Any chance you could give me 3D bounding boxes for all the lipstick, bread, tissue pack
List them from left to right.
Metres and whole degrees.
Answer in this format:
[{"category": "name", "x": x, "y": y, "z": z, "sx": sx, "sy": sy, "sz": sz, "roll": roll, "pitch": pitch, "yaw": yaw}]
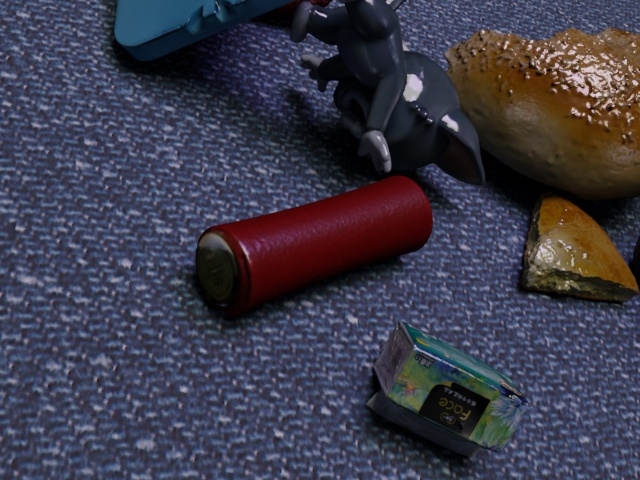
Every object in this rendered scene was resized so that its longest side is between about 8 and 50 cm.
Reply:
[{"category": "lipstick", "x": 0.000, "y": 0.000, "z": 0.950, "sx": 0.241, "sy": 0.080, "sz": 0.080, "roll": -17, "pitch": 61, "yaw": -41}, {"category": "tissue pack", "x": 0.103, "y": 0.132, "z": 0.894, "sx": 0.111, "sy": 0.079, "sz": 0.085, "roll": 27, "pitch": 7, "yaw": -8}, {"category": "bread", "x": 0.283, "y": 0.021, "z": 1.125, "sx": 0.136, "sy": 0.054, "sz": 0.154, "roll": 33, "pitch": 43, "yaw": -4}, {"category": "bread", "x": 0.299, "y": -0.140, "z": 1.186, "sx": 0.314, "sy": 0.171, "sz": 0.192, "roll": 10, "pitch": 34, "yaw": -22}]

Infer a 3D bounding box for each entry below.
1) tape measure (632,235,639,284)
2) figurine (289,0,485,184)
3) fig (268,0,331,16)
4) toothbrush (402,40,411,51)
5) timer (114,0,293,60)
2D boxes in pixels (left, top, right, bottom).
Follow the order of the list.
[{"category": "tape measure", "x": 0.480, "y": 0.031, "z": 1.078, "sx": 0.138, "sy": 0.259, "sz": 0.262, "roll": 8, "pitch": 48, "yaw": -25}, {"category": "figurine", "x": 0.057, "y": -0.175, "z": 1.059, "sx": 0.140, "sy": 0.265, "sz": 0.193, "roll": -31, "pitch": 43, "yaw": -21}, {"category": "fig", "x": -0.055, "y": -0.311, "z": 1.214, "sx": 0.119, "sy": 0.119, "sz": 0.153, "roll": -18, "pitch": 19, "yaw": -41}, {"category": "toothbrush", "x": 0.078, "y": -0.257, "z": 1.284, "sx": 0.026, "sy": 0.024, "sz": 0.288, "roll": -21, "pitch": 64, "yaw": -27}, {"category": "timer", "x": -0.091, "y": -0.295, "z": 1.081, "sx": 0.091, "sy": 0.231, "sz": 0.250, "roll": 49, "pitch": 33, "yaw": -46}]
